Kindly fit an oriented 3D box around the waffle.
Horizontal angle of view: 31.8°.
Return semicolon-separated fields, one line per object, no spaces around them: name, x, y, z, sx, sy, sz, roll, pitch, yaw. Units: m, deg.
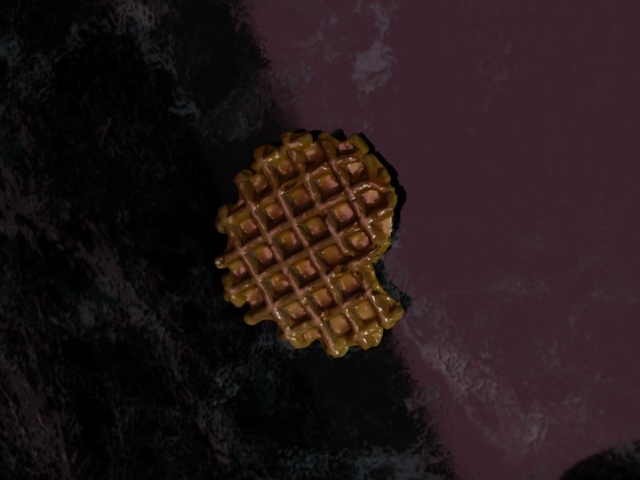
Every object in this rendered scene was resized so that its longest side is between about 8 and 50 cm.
waffle;0.000;0.000;1.290;0.249;0.056;0.253;29;102;7
